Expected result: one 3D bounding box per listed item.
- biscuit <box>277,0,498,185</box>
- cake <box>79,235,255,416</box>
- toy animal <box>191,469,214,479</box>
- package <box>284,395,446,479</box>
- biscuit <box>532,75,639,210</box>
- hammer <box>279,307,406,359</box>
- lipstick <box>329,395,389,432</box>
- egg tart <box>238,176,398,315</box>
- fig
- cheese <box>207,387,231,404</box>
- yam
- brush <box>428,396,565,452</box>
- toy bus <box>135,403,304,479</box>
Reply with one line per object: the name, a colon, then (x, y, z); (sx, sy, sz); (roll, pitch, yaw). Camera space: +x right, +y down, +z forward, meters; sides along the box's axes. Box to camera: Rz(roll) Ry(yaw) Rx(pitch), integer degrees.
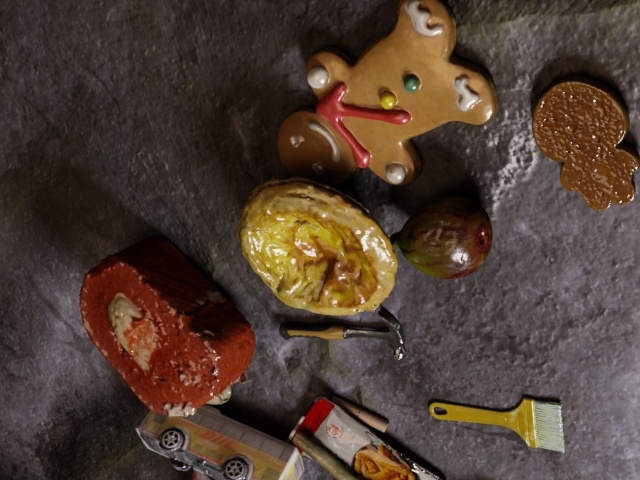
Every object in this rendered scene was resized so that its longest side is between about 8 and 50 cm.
biscuit: (0.068, -0.166, 1.676); (0.339, 0.047, 0.216); (-27, 101, 36)
cake: (-0.236, 0.136, 1.927); (0.283, 0.151, 0.177); (43, 116, 7)
toy animal: (-0.143, 0.484, 2.130); (0.195, 0.090, 0.324); (23, 127, 4)
package: (0.066, 0.345, 1.975); (0.239, 0.030, 0.154); (37, 130, 4)
biscuit: (0.329, -0.120, 1.572); (0.124, 0.026, 0.175); (-15, 108, 35)
hammer: (0.029, 0.133, 1.880); (0.201, 0.021, 0.078); (2, 117, 27)
lipstick: (0.059, 0.264, 1.941); (0.094, 0.019, 0.019); (24, 126, 15)
egg tart: (0.000, 0.000, 1.757); (0.241, 0.106, 0.241); (14, 135, 14)
fig: (0.152, -0.006, 1.691); (0.154, 0.103, 0.109); (6, 83, 38)
cheese: (-0.235, 0.210, 2.057); (0.192, 0.037, 0.097); (7, 119, 24)
yam: (0.049, 0.374, 1.955); (0.234, 0.027, 0.029); (39, 98, 14)
brush: (0.251, 0.256, 1.838); (0.205, 0.011, 0.083); (4, 119, 27)
toy bus: (-0.159, 0.332, 2.029); (0.268, 0.106, 0.092); (20, 150, 24)
